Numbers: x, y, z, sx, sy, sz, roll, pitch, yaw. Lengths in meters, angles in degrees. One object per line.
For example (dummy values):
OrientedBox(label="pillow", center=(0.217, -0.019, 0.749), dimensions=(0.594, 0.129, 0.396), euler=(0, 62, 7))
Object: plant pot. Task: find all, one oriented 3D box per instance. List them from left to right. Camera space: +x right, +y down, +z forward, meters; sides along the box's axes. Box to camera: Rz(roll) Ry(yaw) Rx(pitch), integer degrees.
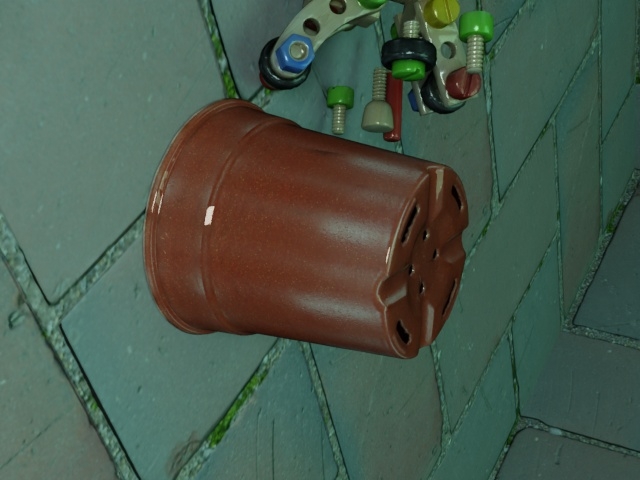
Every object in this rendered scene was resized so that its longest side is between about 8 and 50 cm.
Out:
OrientedBox(label="plant pot", center=(0.000, 0.000, 1.038), dimensions=(0.272, 0.265, 0.272), euler=(-32, 128, -52))

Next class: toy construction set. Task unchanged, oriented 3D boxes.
OrientedBox(label="toy construction set", center=(0.066, -0.267, 1.140), dimensions=(0.309, 0.257, 0.237), euler=(56, 37, -79))
